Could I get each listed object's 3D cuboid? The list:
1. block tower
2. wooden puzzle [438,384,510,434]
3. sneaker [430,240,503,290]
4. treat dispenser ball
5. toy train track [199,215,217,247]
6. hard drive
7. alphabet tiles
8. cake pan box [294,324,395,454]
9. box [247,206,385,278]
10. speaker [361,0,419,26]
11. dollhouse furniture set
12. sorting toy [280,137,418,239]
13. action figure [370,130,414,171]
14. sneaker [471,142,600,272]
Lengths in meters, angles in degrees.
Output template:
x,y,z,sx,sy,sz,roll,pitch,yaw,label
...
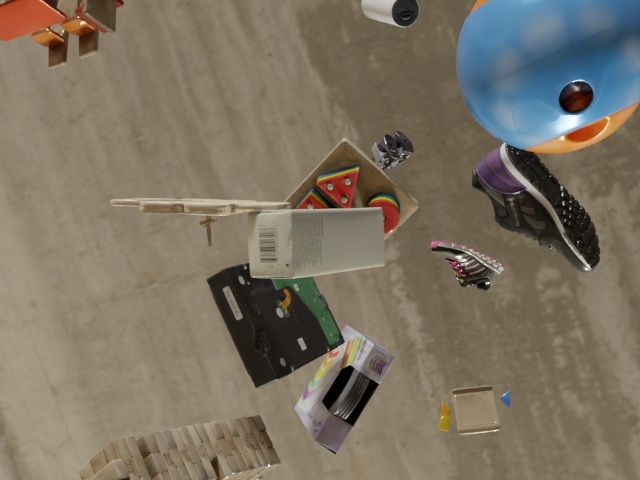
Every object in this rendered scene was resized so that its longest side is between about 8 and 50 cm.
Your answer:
x,y,z,sx,sy,sz,roll,pitch,yaw,label
-0.196,0.333,1.137,0.335,0.097,0.091,9,-134,-57,block tower
0.245,0.269,1.220,0.014,0.116,0.078,78,-167,-61,wooden puzzle
0.284,0.053,1.517,0.170,0.063,0.074,23,-91,-26,sneaker
0.349,-0.276,1.160,0.288,0.288,0.288,49,-147,-48,treat dispenser ball
-0.260,-0.026,1.770,0.048,0.014,0.083,-11,-79,-42,toy train track
-0.083,0.152,1.591,0.236,0.064,0.339,64,-155,5,hard drive
-0.197,-0.058,1.305,0.284,0.278,0.021,-39,-49,-83,alphabet tiles
0.050,0.328,1.736,0.070,0.245,0.267,31,178,-12,cake pan box
0.000,0.000,1.309,0.275,0.094,0.113,-2,-89,-54,box
0.124,-0.416,1.375,0.055,0.055,0.136,62,173,-29,speaker
-0.463,-0.386,1.279,0.262,0.259,0.135,28,-125,-59,dollhouse furniture set
0.068,-0.075,1.934,0.257,0.255,0.089,40,-157,-10,sorting toy
0.120,-0.165,2.022,0.185,0.285,0.099,-3,-122,-41,action figure
0.397,-0.049,1.427,0.283,0.124,0.107,52,-136,0,sneaker
